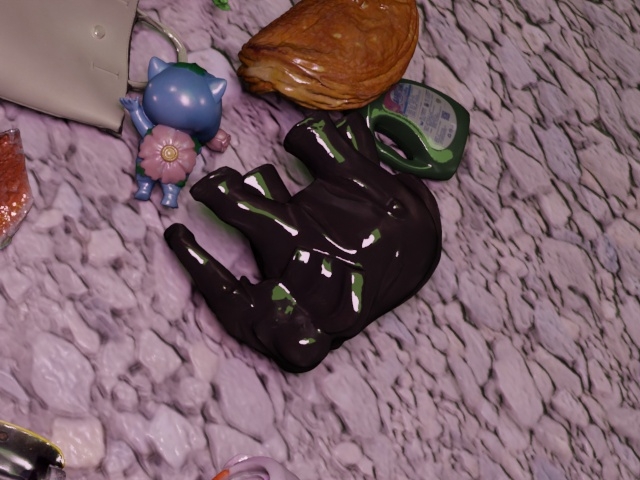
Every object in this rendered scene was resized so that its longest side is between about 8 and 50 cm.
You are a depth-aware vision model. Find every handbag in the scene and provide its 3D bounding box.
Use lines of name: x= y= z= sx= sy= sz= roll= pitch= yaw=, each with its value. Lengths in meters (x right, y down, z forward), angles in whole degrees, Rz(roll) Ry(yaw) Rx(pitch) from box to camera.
handbag: x=-0.301 y=-0.261 z=1.188 sx=0.315 sy=0.109 sz=0.241 roll=12 pitch=76 yaw=-25

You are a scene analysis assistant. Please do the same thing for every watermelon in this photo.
watermelon: x=-0.376 y=-0.089 z=1.083 sx=0.121 sy=0.158 sz=0.098 roll=34 pitch=56 yaw=22

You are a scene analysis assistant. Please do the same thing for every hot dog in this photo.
hot dog: x=0.009 y=-0.254 z=1.288 sx=0.196 sy=0.122 sz=0.272 roll=20 pitch=49 yaw=26

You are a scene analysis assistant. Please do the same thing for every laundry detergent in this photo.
laundry detergent: x=0.103 y=-0.169 z=1.372 sx=0.210 sy=0.063 sz=0.137 roll=21 pitch=69 yaw=-16

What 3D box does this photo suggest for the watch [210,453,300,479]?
watch: x=-0.071 y=0.374 z=1.037 sx=0.244 sy=0.196 sz=0.231 roll=-50 pitch=117 yaw=-31

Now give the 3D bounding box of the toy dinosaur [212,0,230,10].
toy dinosaur: x=-0.169 y=-0.519 z=1.355 sx=0.374 sy=0.144 sz=0.500 roll=0 pitch=57 yaw=-30

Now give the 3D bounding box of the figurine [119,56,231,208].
figurine: x=-0.178 y=-0.129 z=1.207 sx=0.114 sy=0.144 sz=0.178 roll=14 pitch=86 yaw=13

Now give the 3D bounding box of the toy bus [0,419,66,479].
toy bus: x=-0.360 y=0.331 z=0.908 sx=0.144 sy=0.152 sz=0.330 roll=25 pitch=64 yaw=-21

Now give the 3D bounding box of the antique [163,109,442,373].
antique: x=0.000 y=0.000 z=1.183 sx=0.322 sy=0.185 sz=0.255 roll=-29 pitch=84 yaw=-18
